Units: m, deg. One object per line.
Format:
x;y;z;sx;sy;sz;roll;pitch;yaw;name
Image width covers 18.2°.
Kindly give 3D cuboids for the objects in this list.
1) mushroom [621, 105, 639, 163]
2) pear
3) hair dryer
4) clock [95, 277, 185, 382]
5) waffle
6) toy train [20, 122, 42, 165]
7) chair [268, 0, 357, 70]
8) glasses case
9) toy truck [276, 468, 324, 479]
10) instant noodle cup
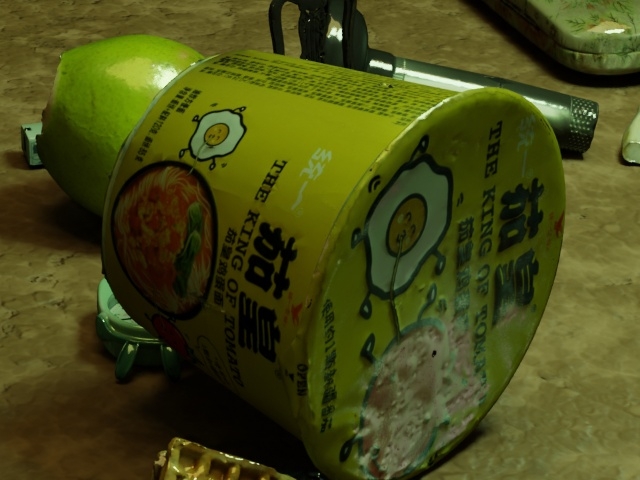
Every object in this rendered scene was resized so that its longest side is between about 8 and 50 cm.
0.378;-0.136;2.206;0.059;0.054;0.202;16;33;21;mushroom
-0.158;-0.100;1.916;0.219;0.187;0.187;15;25;-7;pear
0.127;-0.131;2.055;0.320;0.156;0.284;15;16;3;hair dryer
-0.146;0.074;1.714;0.101;0.041;0.135;4;27;-2;clock
-0.074;0.215;1.315;0.102;0.042;0.148;19;65;-17;waffle
-0.206;-0.111;2.076;0.207;0.047;0.043;-7;26;-18;toy train
0.016;-0.125;1.930;0.106;0.229;0.113;-15;29;-33;chair
0.296;-0.311;2.493;0.156;0.098;0.425;-10;29;-17;glasses case
-0.079;0.218;1.403;0.201;0.074;0.088;-11;21;-27;toy truck
0.000;0.000;1.563;0.254;0.326;0.325;24;33;34;instant noodle cup
